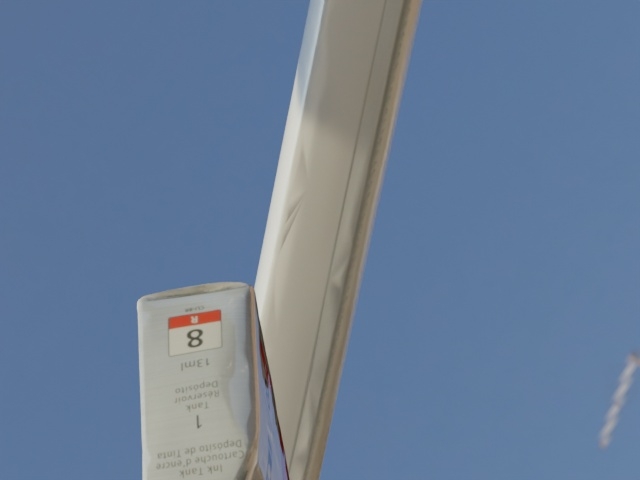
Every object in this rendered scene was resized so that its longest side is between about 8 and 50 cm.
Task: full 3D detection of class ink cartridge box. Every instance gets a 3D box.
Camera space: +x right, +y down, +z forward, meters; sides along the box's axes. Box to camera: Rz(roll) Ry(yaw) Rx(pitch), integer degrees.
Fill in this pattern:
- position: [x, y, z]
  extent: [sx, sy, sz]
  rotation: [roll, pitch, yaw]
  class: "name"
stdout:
- position: [-0.025, 0.124, 0.559]
  extent: [0.045, 0.179, 0.145]
  rotation: [-10, -44, -2]
  class: "ink cartridge box"

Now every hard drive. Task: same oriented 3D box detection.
- position: [0.000, 0.000, 0.850]
  extent: [0.047, 0.233, 0.353]
  rotation: [12, -74, 1]
  class: "hard drive"
